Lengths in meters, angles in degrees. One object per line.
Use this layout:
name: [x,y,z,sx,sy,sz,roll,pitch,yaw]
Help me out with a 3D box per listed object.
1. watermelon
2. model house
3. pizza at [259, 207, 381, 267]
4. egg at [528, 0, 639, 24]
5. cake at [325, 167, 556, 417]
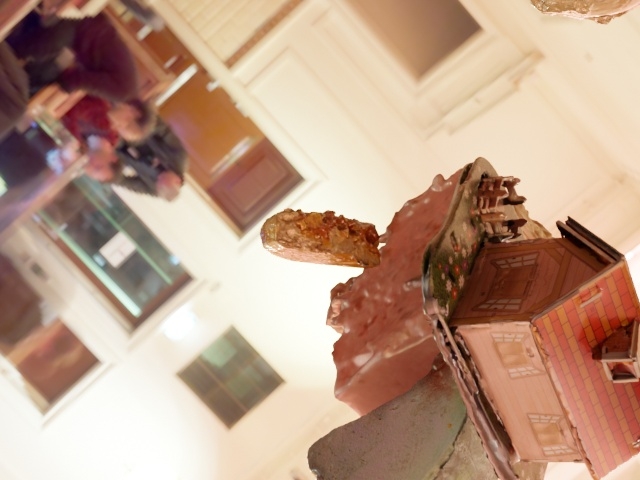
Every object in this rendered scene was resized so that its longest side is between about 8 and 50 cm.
watermelon: [0.098,0.272,1.109,0.213,0.289,0.320,16,-111,30]
model house: [0.221,0.076,0.854,0.153,0.294,0.207,-6,-144,33]
pizza: [0.001,-0.003,1.149,0.127,0.058,0.246,1,174,37]
egg: [0.235,-0.309,0.851,0.194,0.233,0.195,1,-174,0]
cake: [0.186,0.111,1.295,0.314,0.293,0.307,-42,-156,25]
